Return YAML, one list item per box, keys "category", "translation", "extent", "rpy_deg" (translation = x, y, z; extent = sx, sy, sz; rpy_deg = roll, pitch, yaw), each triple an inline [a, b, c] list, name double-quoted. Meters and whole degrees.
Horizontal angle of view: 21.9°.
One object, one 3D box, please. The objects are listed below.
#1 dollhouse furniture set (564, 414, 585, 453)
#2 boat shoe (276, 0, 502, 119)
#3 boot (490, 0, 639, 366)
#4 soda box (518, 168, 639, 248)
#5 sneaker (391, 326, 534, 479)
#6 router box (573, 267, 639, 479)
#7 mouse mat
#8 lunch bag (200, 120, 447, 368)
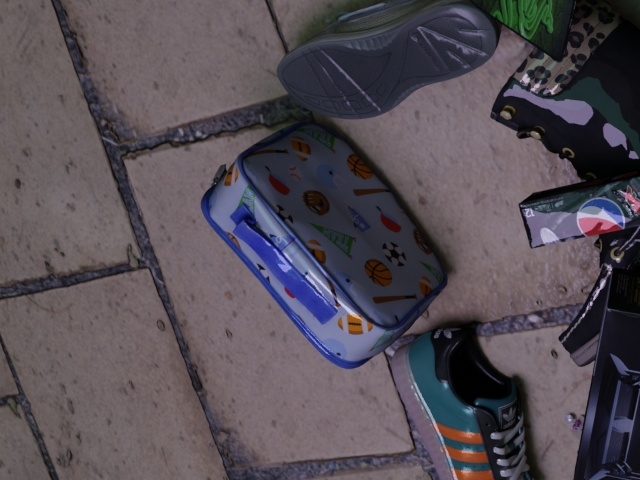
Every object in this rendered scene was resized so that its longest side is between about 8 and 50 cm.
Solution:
- category: "dollhouse furniture set"
  translation: [0.356, 0.208, 2.027]
  extent: [0.114, 0.091, 0.081]
  rpy_deg: [-63, 30, 11]
- category: "boat shoe"
  translation: [0.086, -0.233, 1.962]
  extent: [0.320, 0.103, 0.118]
  rpy_deg: [-18, 119, 41]
- category: "boot"
  translation: [0.314, -0.070, 1.855]
  extent: [0.284, 0.138, 0.377]
  rpy_deg: [39, 121, 10]
- category: "soda box"
  translation: [0.302, -0.038, 1.763]
  extent: [0.169, 0.060, 0.053]
  rpy_deg: [-13, 98, 26]
- category: "sneaker"
  translation: [0.208, 0.247, 2.071]
  extent: [0.121, 0.108, 0.302]
  rpy_deg: [-30, 91, 41]
- category: "router box"
  translation: [0.414, 0.191, 1.813]
  extent: [0.243, 0.081, 0.309]
  rpy_deg: [10, 126, 9]
- category: "mouse mat"
  translation: [0.215, -0.296, 1.715]
  extent: [0.152, 0.007, 0.189]
  rpy_deg: [41, 141, 35]
- category: "lunch bag"
  translation: [0.000, 0.000, 2.010]
  extent: [0.303, 0.243, 0.115]
  rpy_deg: [48, 126, 5]
